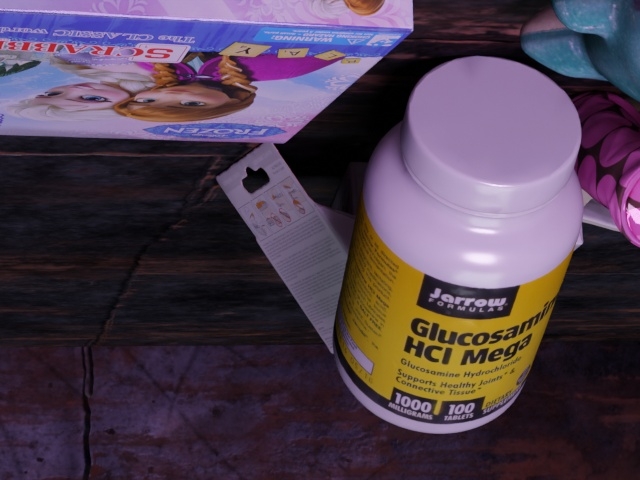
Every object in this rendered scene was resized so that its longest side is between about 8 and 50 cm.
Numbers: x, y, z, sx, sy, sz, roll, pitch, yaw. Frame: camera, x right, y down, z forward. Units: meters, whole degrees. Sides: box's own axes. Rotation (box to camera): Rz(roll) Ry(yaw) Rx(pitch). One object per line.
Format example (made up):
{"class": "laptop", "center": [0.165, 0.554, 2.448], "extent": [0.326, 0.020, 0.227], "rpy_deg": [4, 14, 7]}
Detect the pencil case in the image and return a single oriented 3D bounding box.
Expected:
{"class": "pencil case", "center": [0.266, -0.058, 1.526], "extent": [0.098, 0.095, 0.209], "rpy_deg": [11, -159, -14]}

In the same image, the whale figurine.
{"class": "whale figurine", "center": [0.246, -0.131, 1.216], "extent": [0.216, 0.141, 0.272], "rpy_deg": [3, 173, -29]}

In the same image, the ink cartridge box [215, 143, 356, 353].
{"class": "ink cartridge box", "center": [0.000, 0.000, 1.811], "extent": [0.056, 0.225, 0.181], "rpy_deg": [-33, -178, -24]}

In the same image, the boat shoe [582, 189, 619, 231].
{"class": "boat shoe", "center": [0.226, -0.065, 1.695], "extent": [0.302, 0.094, 0.109], "rpy_deg": [7, 166, -34]}

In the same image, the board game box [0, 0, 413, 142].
{"class": "board game box", "center": [-0.134, -0.139, 1.293], "extent": [0.318, 0.066, 0.318], "rpy_deg": [1, 169, -16]}

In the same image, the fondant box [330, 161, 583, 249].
{"class": "fondant box", "center": [0.136, -0.009, 1.986], "extent": [0.238, 0.096, 0.330], "rpy_deg": [-1, 168, -5]}

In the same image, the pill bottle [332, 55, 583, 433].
{"class": "pill bottle", "center": [0.119, 0.006, 1.556], "extent": [0.188, 0.188, 0.334], "rpy_deg": [-1, 142, -8]}
